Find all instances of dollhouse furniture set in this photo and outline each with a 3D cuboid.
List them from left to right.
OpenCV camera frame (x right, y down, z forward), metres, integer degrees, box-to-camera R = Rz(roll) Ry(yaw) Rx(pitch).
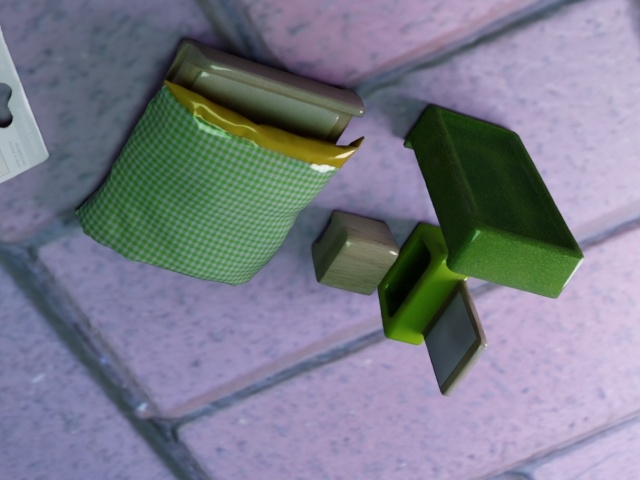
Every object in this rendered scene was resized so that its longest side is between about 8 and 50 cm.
[{"bbox_3d":[0.000,0.000,1.198,0.301,0.151,0.197,15,126,-26],"label":"dollhouse furniture set"}]

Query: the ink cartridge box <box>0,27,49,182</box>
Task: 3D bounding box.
[{"bbox_3d":[-0.294,-0.081,1.134,0.179,0.045,0.145,-28,135,-14],"label":"ink cartridge box"}]
